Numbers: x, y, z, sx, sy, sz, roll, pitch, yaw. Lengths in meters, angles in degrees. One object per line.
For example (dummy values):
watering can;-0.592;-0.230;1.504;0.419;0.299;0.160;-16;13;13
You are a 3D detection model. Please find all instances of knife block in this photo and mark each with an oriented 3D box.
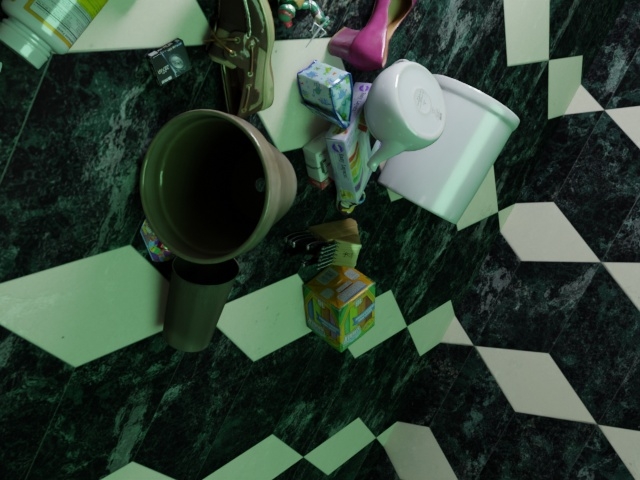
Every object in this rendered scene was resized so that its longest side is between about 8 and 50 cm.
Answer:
knife block;0.000;0.000;1.888;0.276;0.241;0.088;-93;-163;-64

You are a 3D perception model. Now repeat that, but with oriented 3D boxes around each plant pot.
plant pot;-0.196;-0.122;1.364;0.280;0.323;0.323;-14;128;-67

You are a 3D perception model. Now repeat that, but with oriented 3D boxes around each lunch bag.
lunch bag;0.016;-0.372;1.552;0.096;0.128;0.151;-42;145;-21

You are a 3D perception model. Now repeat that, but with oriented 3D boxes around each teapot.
teapot;0.208;-0.355;1.630;0.256;0.187;0.253;-31;102;-40

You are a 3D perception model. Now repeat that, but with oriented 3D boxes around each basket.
basket;-0.318;0.159;1.533;0.204;0.154;0.227;-38;152;-61

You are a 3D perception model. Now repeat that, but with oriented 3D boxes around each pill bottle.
pill bottle;-0.432;-0.391;0.976;0.215;0.117;0.117;-54;146;-6

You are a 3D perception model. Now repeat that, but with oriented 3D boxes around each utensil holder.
utensil holder;0.409;-0.289;1.947;0.327;0.327;0.386;15;105;-55

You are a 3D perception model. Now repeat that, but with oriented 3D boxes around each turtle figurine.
turtle figurine;-0.040;-0.570;1.338;0.175;0.118;0.234;35;72;-71

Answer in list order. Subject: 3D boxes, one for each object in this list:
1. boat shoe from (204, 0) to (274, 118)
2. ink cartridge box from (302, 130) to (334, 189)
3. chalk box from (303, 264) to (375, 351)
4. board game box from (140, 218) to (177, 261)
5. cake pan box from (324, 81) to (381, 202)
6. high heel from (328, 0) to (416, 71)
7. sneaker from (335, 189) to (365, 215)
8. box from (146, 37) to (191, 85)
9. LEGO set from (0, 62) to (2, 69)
boat shoe;-0.181;-0.413;1.283;0.123;0.123;0.342;-37;147;-30
ink cartridge box;0.010;-0.232;1.721;0.099;0.056;0.135;-41;143;-24
chalk box;0.069;0.247;2.067;0.180;0.179;0.289;-36;140;-29
board game box;-0.358;-0.015;1.444;0.133;0.033;0.169;-38;141;-28
cake pan box;0.105;-0.284;1.723;0.246;0.070;0.267;77;31;-48
high heel;0.204;-0.579;1.580;0.377;0.181;0.127;-48;145;-14
sneaker;0.099;-0.127;1.879;0.069;0.083;0.186;-46;155;-20
box;-0.313;-0.369;1.234;0.083;0.018;0.067;-39;142;-26
LEGO set;-0.612;-0.234;0.894;0.227;0.087;0.093;-9;108;-49
